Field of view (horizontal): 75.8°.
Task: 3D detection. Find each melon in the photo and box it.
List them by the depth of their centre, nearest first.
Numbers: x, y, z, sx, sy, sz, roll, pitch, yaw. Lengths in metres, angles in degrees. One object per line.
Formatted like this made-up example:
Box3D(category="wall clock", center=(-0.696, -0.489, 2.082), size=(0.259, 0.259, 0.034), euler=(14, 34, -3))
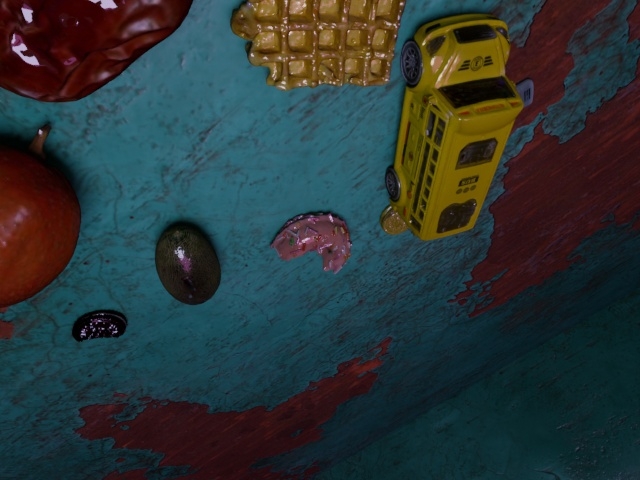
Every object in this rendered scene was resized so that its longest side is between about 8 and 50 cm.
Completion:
Box3D(category="melon", center=(-0.221, 0.042, 0.686), size=(0.099, 0.099, 0.162), euler=(-16, 137, -11))

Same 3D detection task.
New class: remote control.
Box3D(category="remote control", center=(0.316, -0.235, 0.725), size=(0.124, 0.018, 0.053), euler=(-28, 139, 3))

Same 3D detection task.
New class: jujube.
Box3D(category="jujube", center=(-0.221, -0.222, 0.370), size=(0.230, 0.155, 0.155), euler=(-36, 139, 21))

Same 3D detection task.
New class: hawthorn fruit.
Box3D(category="hawthorn fruit", center=(-0.378, -0.039, 0.481), size=(0.196, 0.196, 0.226), euler=(35, 87, -46))

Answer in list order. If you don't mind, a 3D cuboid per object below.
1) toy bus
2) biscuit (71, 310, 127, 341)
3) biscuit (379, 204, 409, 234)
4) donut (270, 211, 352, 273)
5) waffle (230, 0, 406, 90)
Box3D(category="toy bus", center=(0.204, -0.160, 0.646), size=(0.144, 0.152, 0.330), euler=(-14, 138, -12))
Box3D(category="biscuit", center=(-0.413, 0.163, 0.770), size=(0.089, 0.027, 0.087), euler=(-40, 137, 15))
Box3D(category="biscuit", center=(0.161, -0.047, 0.841), size=(0.084, 0.023, 0.084), euler=(-14, 139, -13))
Box3D(category="donut", center=(0.000, 0.000, 0.778), size=(0.166, 0.065, 0.117), euler=(7, 131, -34))
Box3D(category="waffle", center=(-0.005, -0.264, 0.501), size=(0.210, 0.055, 0.160), euler=(-12, 137, -17))
